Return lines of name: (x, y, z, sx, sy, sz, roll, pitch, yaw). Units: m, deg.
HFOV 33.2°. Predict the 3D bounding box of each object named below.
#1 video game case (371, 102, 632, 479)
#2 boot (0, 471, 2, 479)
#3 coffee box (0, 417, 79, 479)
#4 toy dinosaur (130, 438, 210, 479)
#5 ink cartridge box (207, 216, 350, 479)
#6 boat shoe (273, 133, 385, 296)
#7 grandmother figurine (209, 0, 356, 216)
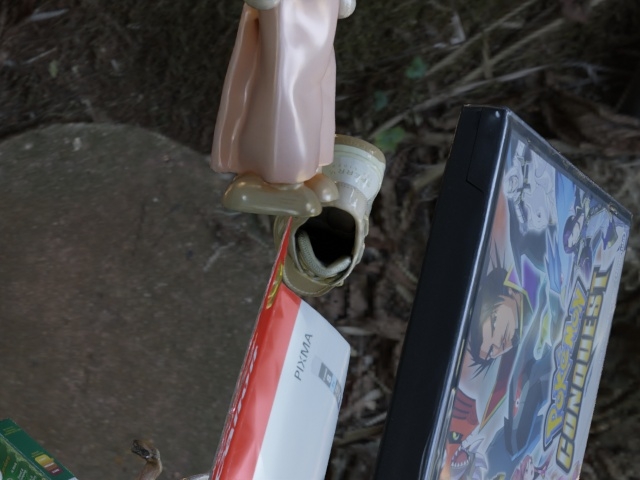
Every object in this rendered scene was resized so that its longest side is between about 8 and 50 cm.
video game case: (0.120, 0.084, 0.669, 0.248, 0.035, 0.274, 22, 80, -56)
boot: (-0.253, 0.193, 0.596, 0.190, 0.069, 0.086, -24, 93, 2)
coffee box: (-0.360, 0.320, 1.347, 0.040, 0.184, 0.113, -18, 138, -61)
toy dinosaur: (-0.205, 0.356, 1.185, 0.127, 0.295, 0.200, 19, 115, 6)
ink cartridge box: (-0.037, 0.203, 0.979, 0.091, 0.385, 0.308, 14, 61, 3)
boat shoe: (0.000, 0.000, 1.222, 0.109, 0.302, 0.098, 17, 60, -4)
grandmother figurine: (-0.019, -0.193, 0.768, 0.104, 0.208, 0.342, 6, 103, 3)
